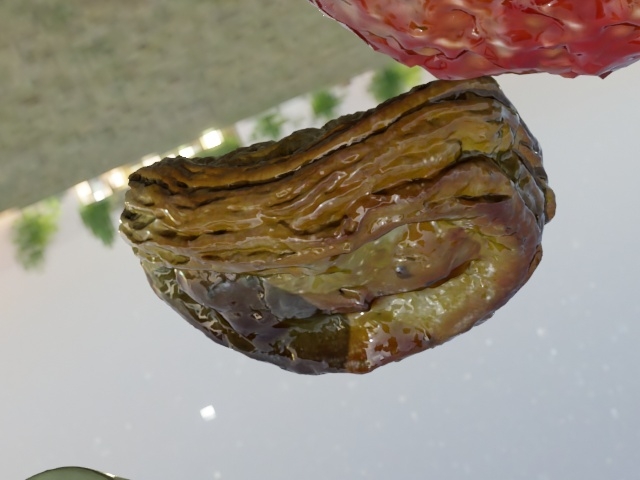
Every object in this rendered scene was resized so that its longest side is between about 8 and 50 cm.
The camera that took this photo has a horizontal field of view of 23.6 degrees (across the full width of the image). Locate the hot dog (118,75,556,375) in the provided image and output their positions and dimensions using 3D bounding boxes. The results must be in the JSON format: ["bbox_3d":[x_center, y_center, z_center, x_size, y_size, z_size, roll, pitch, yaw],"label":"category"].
[{"bbox_3d":[0.002,0.002,0.883,0.259,0.114,0.175,-17,144,23],"label":"hot dog"}]

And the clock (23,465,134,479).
[{"bbox_3d":[-0.131,0.224,0.722,0.029,0.235,0.235,21,153,-38],"label":"clock"}]

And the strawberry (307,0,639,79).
[{"bbox_3d":[0.060,-0.215,0.565,0.351,0.312,0.267,0,-175,4],"label":"strawberry"}]
